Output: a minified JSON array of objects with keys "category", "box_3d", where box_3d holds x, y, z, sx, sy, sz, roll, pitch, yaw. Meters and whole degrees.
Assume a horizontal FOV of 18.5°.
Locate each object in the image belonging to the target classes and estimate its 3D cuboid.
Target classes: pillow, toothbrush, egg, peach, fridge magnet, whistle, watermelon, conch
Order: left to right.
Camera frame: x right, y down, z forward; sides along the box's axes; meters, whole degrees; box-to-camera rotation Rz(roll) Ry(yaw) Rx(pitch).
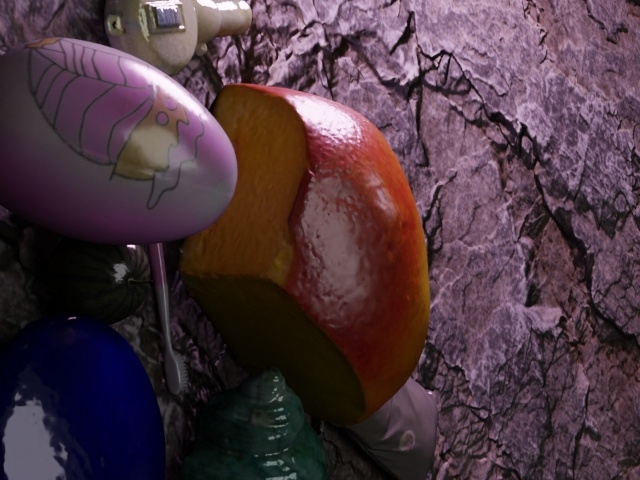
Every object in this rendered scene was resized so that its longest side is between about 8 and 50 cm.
[{"category":"fridge magnet","box_3d":[-0.249,0.204,1.935,0.265,0.113,0.265,17,69,-55]},{"category":"egg","box_3d":[-0.214,-0.092,1.927,0.196,0.271,0.196,19,90,-88]},{"category":"watermelon","box_3d":[-0.217,0.036,2.001,0.105,0.133,0.105,-3,95,-45]},{"category":"toothbrush","box_3d":[-0.178,0.028,2.165,0.025,0.020,0.286,-16,98,-63]},{"category":"whistle","box_3d":[-0.159,-0.247,2.211,0.258,0.067,0.126,-14,97,-59]},{"category":"conch","box_3d":[-0.074,0.242,2.176,0.196,0.134,0.202,-6,90,-58]},{"category":"peach","box_3d":[0.000,0.000,2.247,0.380,0.242,0.306,58,45,-32]},{"category":"pillow","box_3d":[0.082,0.209,2.494,0.255,0.059,0.169,42,47,-44]}]
